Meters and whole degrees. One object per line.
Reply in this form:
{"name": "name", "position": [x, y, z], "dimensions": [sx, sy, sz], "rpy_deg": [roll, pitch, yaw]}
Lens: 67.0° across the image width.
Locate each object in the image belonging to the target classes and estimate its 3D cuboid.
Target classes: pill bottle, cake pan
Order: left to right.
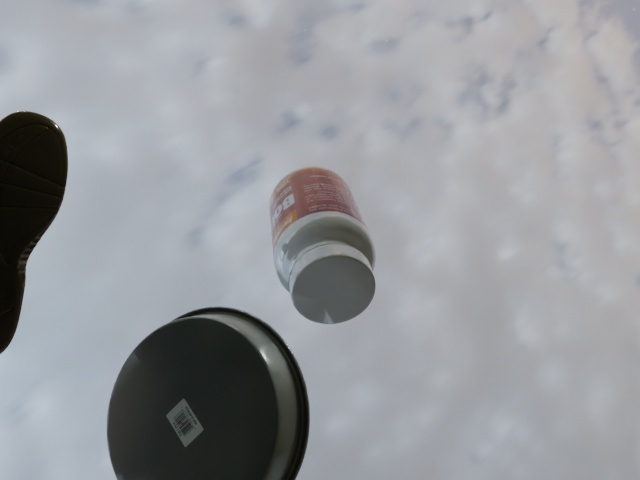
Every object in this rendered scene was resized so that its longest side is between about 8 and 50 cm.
{"name": "cake pan", "position": [-0.159, 0.229, 0.628], "dimensions": [0.054, 0.294, 0.293], "rpy_deg": [35, -123, -65]}
{"name": "pill bottle", "position": [0.000, 0.000, 0.599], "dimensions": [0.121, 0.216, 0.121], "rpy_deg": [-4, -60, -6]}

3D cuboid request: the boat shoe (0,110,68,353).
{"name": "boat shoe", "position": [-0.293, -0.007, 0.430], "dimensions": [0.080, 0.074, 0.223], "rpy_deg": [16, -92, -49]}
